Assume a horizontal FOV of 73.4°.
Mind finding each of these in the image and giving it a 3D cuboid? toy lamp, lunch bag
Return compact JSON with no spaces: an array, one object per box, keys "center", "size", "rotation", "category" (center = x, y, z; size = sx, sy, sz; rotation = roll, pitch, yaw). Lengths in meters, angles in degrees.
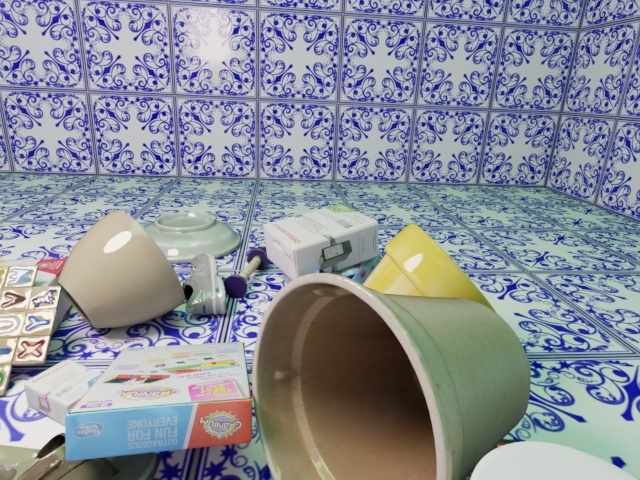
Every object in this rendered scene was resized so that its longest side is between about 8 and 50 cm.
[{"center":[-0.215,0.085,1.328],"size":[0.080,0.080,0.275],"rotation":[5,20,7],"category":"toy lamp"},{"center":[0.026,0.082,1.322],"size":[0.279,0.108,0.224],"rotation":[11,27,29],"category":"lunch bag"}]

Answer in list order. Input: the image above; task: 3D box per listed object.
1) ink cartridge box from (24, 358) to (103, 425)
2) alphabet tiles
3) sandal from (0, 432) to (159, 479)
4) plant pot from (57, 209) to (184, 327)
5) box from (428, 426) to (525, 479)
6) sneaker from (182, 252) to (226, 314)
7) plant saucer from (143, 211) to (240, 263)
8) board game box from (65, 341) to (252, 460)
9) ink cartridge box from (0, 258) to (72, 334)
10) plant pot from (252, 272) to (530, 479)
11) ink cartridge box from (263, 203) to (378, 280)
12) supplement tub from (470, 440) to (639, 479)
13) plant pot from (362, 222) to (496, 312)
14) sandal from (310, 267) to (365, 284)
[{"center":[-0.458,0.275,0.783],"size":[0.122,0.052,0.088],"rotation":[13,21,24],"category":"ink cartridge box"},{"center":[-0.717,0.172,0.851],"size":[0.342,0.011,0.285],"rotation":[-1,56,-12],"category":"alphabet tiles"},{"center":[-0.385,0.323,0.600],"size":[0.302,0.086,0.120],"rotation":[2,19,-1],"category":"sandal"},{"center":[-0.492,0.096,1.021],"size":[0.284,0.284,0.191],"rotation":[19,46,39],"category":"plant pot"},{"center":[0.278,0.366,0.633],"size":[0.233,0.044,0.159],"rotation":[6,19,9],"category":"box"},{"center":[-0.339,0.112,1.189],"size":[0.115,0.105,0.281],"rotation":[-5,21,-22],"category":"sneaker"},{"center":[-0.500,-0.032,1.593],"size":[0.400,0.101,0.400],"rotation":[2,19,-1],"category":"plant saucer"},{"center":[-0.244,0.248,0.726],"size":[0.242,0.064,0.316],"rotation":[0,1,-11],"category":"board game box"},{"center":[-0.775,0.141,1.006],"size":[0.306,0.131,0.226],"rotation":[-3,21,-12],"category":"ink cartridge box"},{"center":[0.121,0.202,0.601],"size":[0.305,0.334,0.333],"rotation":[-1,17,-39],"category":"plant pot"},{"center":[0.000,0.000,1.229],"size":[0.272,0.115,0.198],"rotation":[-18,29,-26],"category":"ink cartridge box"},{"center":[0.189,0.337,0.357],"size":[0.191,0.272,0.191],"rotation":[2,19,-1],"category":"supplement tub"},{"center":[0.186,0.134,0.895],"size":[0.254,0.239,0.254],"rotation":[47,7,-8],"category":"plant pot"},{"center":[0.086,0.148,1.102],"size":[0.317,0.138,0.126],"rotation":[3,17,-3],"category":"sandal"}]
